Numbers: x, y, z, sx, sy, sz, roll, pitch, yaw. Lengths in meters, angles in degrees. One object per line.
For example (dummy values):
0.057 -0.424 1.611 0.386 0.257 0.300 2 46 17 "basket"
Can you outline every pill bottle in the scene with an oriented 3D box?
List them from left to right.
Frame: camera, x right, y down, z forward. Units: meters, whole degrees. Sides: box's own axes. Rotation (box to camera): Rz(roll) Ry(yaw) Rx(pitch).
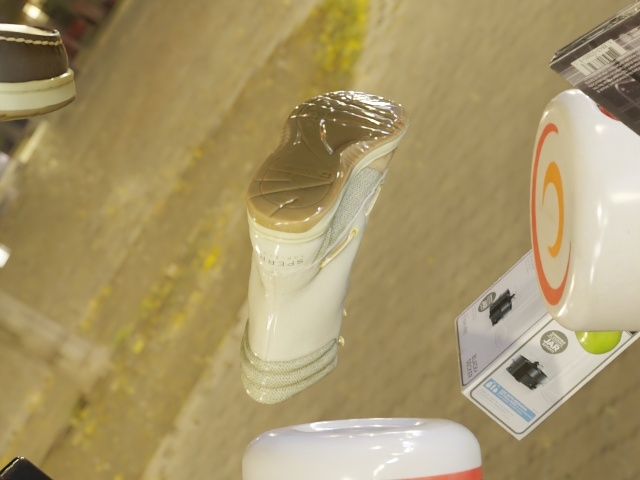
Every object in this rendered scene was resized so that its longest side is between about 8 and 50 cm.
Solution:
0.038 0.299 1.345 0.181 0.181 0.323 173 94 -76 "pill bottle"

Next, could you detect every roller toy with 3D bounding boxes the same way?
0.251 -0.026 1.398 0.209 0.146 0.191 101 167 -67 "roller toy"

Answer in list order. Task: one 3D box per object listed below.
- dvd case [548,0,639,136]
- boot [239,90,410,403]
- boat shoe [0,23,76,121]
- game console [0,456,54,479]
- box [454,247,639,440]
0.258 -0.065 1.007 0.018 0.221 0.164 -61 14 -26 "dvd case"
0.000 0.000 1.260 0.213 0.077 0.165 -54 -26 -54 "boot"
-0.171 -0.079 0.631 0.080 0.223 0.073 6 97 38 "boat shoe"
-0.264 0.272 1.631 0.107 0.122 0.071 -52 -4 -8 "game console"
0.271 0.052 1.850 0.290 0.087 0.169 -45 17 18 "box"
